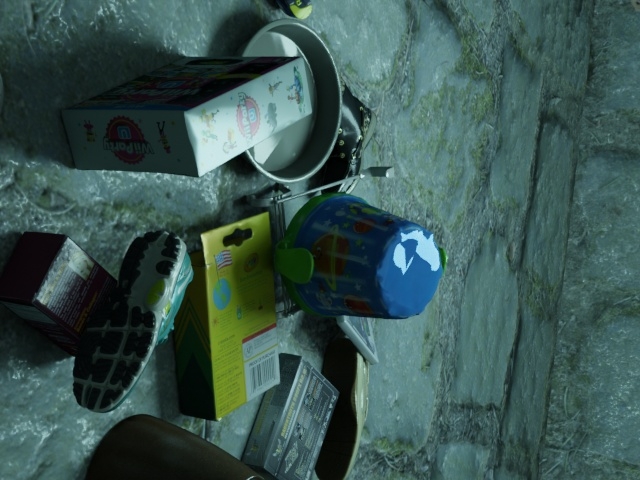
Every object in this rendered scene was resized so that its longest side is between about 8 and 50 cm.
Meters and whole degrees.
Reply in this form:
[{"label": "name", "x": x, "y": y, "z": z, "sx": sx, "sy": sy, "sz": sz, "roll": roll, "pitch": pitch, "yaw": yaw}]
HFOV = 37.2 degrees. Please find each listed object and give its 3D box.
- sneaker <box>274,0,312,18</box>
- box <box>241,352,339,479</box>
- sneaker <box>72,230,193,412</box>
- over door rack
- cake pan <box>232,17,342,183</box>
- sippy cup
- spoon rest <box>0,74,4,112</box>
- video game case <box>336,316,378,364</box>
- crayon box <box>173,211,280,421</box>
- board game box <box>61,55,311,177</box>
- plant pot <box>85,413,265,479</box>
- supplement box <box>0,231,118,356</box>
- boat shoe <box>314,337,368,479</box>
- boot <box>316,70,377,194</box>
[{"label": "sneaker", "x": -0.073, "y": -0.466, "z": 1.728, "sx": 0.053, "sy": 0.059, "sz": 0.144, "roll": -36, "pitch": 113, "yaw": -15}, {"label": "box", "x": -0.055, "y": 0.362, "z": 1.855, "sx": 0.183, "sy": 0.056, "sz": 0.231, "roll": 50, "pitch": 52, "yaw": -49}, {"label": "sneaker", "x": -0.242, "y": 0.119, "z": 1.308, "sx": 0.110, "sy": 0.107, "sz": 0.275, "roll": 69, "pitch": 38, "yaw": -52}, {"label": "over door rack", "x": 0.000, "y": 0.000, "z": 1.823, "sx": 0.324, "sy": 0.108, "sz": 0.240, "roll": -16, "pitch": 109, "yaw": -36}, {"label": "cake pan", "x": -0.070, "y": -0.249, "z": 1.714, "sx": 0.293, "sy": 0.054, "sz": 0.293, "roll": -9, "pitch": 102, "yaw": -50}, {"label": "sippy cup", "x": 0.085, "y": 0.040, "z": 1.685, "sx": 0.305, "sy": 0.224, "sz": 0.240, "roll": -40, "pitch": 121, "yaw": -27}, {"label": "spoon rest", "x": -0.461, "y": -0.155, "z": 1.098, "sx": 0.276, "sy": 0.084, "sz": 0.137, "roll": -58, "pitch": 143, "yaw": -59}, {"label": "video game case", "x": 0.068, "y": 0.146, "z": 1.992, "sx": 0.190, "sy": 0.022, "sz": 0.173, "roll": 53, "pitch": 21, "yaw": -48}, {"label": "crayon box", "x": -0.160, "y": 0.120, "z": 1.621, "sx": 0.202, "sy": 0.081, "sz": 0.319, "roll": -21, "pitch": 112, "yaw": -57}, {"label": "board game box", "x": -0.186, "y": -0.190, "z": 1.396, "sx": 0.303, "sy": 0.224, "sz": 0.097, "roll": -41, "pitch": 129, "yaw": -51}, {"label": "plant pot", "x": -0.200, "y": 0.390, "z": 1.442, "sx": 0.215, "sy": 0.230, "sz": 0.215, "roll": -14, "pitch": 106, "yaw": -58}, {"label": "supplement box", "x": -0.343, "y": 0.080, "z": 1.304, "sx": 0.188, "sy": 0.080, "sz": 0.104, "roll": 54, "pitch": 49, "yaw": -49}, {"label": "boat shoe", "x": 0.054, "y": 0.360, "z": 1.994, "sx": 0.098, "sy": 0.109, "sz": 0.302, "roll": 28, "pitch": 64, "yaw": -57}, {"label": "boot", "x": 0.022, "y": -0.212, "z": 1.893, "sx": 0.178, "sy": 0.085, "sz": 0.236, "roll": 48, "pitch": 53, "yaw": -45}]
